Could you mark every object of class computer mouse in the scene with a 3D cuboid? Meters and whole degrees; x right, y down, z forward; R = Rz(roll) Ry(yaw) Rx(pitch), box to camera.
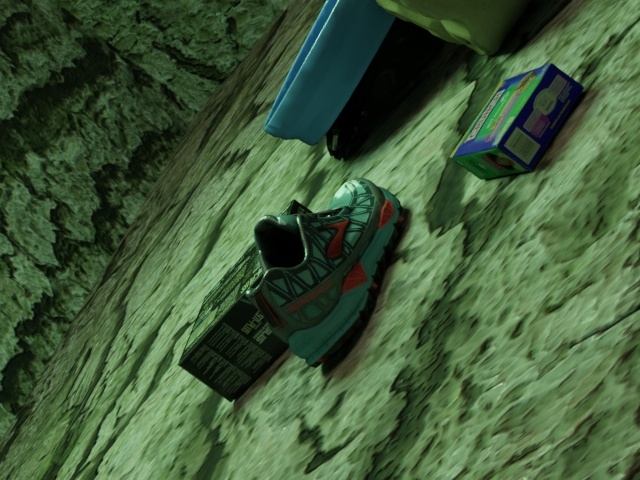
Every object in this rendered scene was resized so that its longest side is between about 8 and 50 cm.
[{"bbox_3d":[0.088,-0.246,1.779,0.272,0.072,0.188,-48,12,23],"label":"computer mouse"}]

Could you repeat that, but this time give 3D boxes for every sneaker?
[{"bbox_3d":[0.000,0.000,1.278,0.104,0.125,0.262,-44,15,33],"label":"sneaker"}]

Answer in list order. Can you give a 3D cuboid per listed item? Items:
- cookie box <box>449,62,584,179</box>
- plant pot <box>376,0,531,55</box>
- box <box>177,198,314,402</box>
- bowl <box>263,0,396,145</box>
[{"bbox_3d":[0.170,-0.102,1.135,0.092,0.040,0.107,-56,12,-11],"label":"cookie box"},{"bbox_3d":[0.164,-0.383,1.416,0.305,0.334,0.334,-63,11,7],"label":"plant pot"},{"bbox_3d":[-0.063,0.066,1.441,0.180,0.077,0.147,-47,13,26],"label":"box"},{"bbox_3d":[0.047,-0.301,1.726,0.391,0.077,0.391,-60,7,12],"label":"bowl"}]
